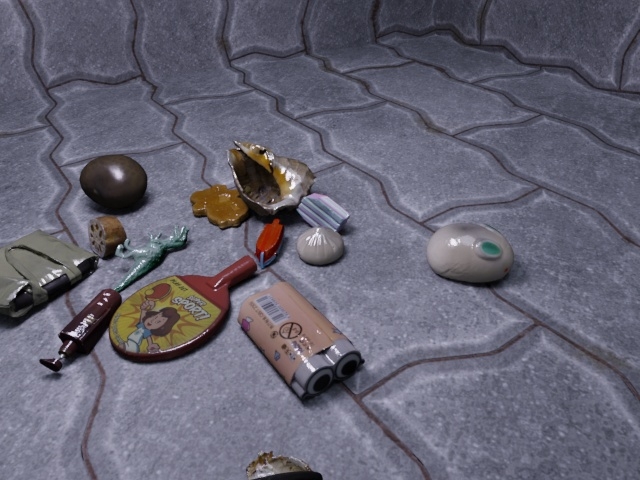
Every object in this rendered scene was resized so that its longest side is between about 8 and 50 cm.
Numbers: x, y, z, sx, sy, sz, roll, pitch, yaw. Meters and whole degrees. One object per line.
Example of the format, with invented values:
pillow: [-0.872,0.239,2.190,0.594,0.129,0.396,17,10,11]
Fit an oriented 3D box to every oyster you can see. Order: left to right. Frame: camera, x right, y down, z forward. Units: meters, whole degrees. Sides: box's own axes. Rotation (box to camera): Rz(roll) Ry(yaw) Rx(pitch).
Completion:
oyster: [-0.069,0.424,0.929,0.132,0.029,0.086,19,46,23]

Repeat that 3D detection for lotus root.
lotus root: [-0.626,-0.019,1.531,0.081,0.112,0.122,-23,38,-39]

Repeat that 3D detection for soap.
soap: [0.006,-0.083,1.600,0.149,0.100,0.056,38,40,11]

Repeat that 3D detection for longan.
longan: [-0.681,-0.194,1.730,0.213,0.197,0.198,-2,34,3]

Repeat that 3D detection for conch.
conch: [-0.170,-0.175,1.668,0.324,0.186,0.263,27,39,-1]

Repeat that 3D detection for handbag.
handbag: [-0.794,0.081,1.399,0.254,0.108,0.316,18,33,21]

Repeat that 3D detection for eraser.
eraser: [-0.054,0.214,1.189,0.171,0.087,0.291,-25,40,-25]

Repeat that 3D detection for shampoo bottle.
shampoo bottle: [-0.559,0.209,1.234,0.068,0.067,0.236,9,38,10]

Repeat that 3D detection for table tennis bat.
table tennis bat: [-0.331,0.158,1.319,0.268,0.051,0.415,28,47,36]

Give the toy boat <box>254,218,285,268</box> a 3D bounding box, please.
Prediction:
toy boat: [-0.146,0.012,1.511,0.069,0.058,0.172,5,42,11]

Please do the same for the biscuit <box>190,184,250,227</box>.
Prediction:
biscuit: [-0.324,-0.113,1.720,0.184,0.035,0.249,-27,42,-30]

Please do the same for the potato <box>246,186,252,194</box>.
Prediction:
potato: [-0.241,-0.217,1.836,0.092,0.070,0.137,1,35,7]

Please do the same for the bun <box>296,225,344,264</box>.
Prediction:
bun: [0.000,0.000,1.490,0.139,0.094,0.138,1,33,-1]

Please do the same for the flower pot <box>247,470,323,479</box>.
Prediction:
flower pot: [-0.107,0.451,0.742,0.269,0.268,0.166,-10,58,-11]

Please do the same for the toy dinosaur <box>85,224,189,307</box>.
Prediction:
toy dinosaur: [-0.535,0.053,1.454,0.129,0.076,0.383,34,53,14]

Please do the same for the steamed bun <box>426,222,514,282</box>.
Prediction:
steamed bun: [0.401,0.023,1.401,0.228,0.130,0.177,12,36,22]
